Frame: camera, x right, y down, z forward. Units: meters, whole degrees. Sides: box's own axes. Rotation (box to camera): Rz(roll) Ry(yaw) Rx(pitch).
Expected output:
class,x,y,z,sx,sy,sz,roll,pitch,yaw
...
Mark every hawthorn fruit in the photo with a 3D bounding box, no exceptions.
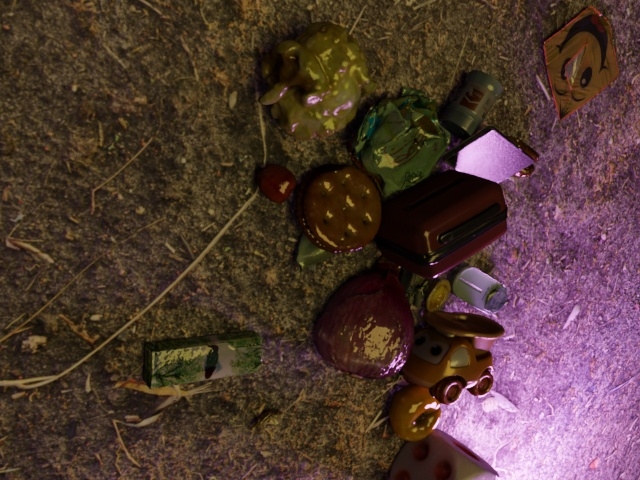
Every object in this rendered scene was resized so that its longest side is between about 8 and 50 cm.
class,x,y,z,sx,sy,sz,roll,pitch,yaw
hawthorn fruit,-0.104,-0.134,1.550,0.093,0.081,0.081,34,87,-8

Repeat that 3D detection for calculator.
class,x,y,z,sx,sy,sz,roll,pitch,yaw
calculator,0.450,-0.213,1.831,0.161,0.021,0.262,-32,147,28

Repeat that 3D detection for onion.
class,x,y,z,sx,sy,sz,roll,pitch,yaw
onion,0.150,0.199,1.765,0.267,0.159,0.348,18,92,-27

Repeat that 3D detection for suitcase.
class,x,y,z,sx,sy,sz,roll,pitch,yaw
suitcase,0.302,-0.047,1.742,0.297,0.236,0.161,-28,120,-23

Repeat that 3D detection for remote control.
class,x,y,z,sx,sy,sz,roll,pitch,yaw
remote control,0.465,0.144,2.034,0.247,0.052,0.104,29,92,-37

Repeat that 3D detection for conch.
class,x,y,z,sx,sy,sz,roll,pitch,yaw
conch,0.004,0.004,1.672,0.180,0.065,0.088,-41,125,-11

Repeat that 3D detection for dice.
class,x,y,z,sx,sy,sz,roll,pitch,yaw
dice,0.367,0.731,2.063,0.243,0.259,0.251,33,89,-35

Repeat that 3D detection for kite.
class,x,y,z,sx,sy,sz,roll,pitch,yaw
kite,0.756,-0.503,2.009,0.378,0.013,0.327,10,102,-37

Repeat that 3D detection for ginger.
class,x,y,z,sx,sy,sz,roll,pitch,yaw
ginger,0.561,-0.225,1.947,0.162,0.073,0.103,18,98,-37

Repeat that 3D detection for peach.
class,x,y,z,sx,sy,sz,roll,pitch,yaw
peach,0.279,0.497,2.011,0.179,0.103,0.179,-13,114,-32

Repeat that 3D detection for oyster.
class,x,y,z,sx,sy,sz,roll,pitch,yaw
oyster,-0.135,0.457,1.771,0.093,0.034,0.051,3,122,-46

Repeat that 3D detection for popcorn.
class,x,y,z,sx,sy,sz,roll,pitch,yaw
popcorn,-0.003,-0.336,1.468,0.255,0.195,0.256,5,123,-29

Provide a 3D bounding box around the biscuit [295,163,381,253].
class,x,y,z,sx,sy,sz,roll,pitch,yaw
biscuit,0.044,-0.076,1.630,0.221,0.066,0.220,4,83,-32

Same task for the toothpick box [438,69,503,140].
class,x,y,z,sx,sy,sz,roll,pitch,yaw
toothpick box,0.385,-0.346,1.770,0.101,0.101,0.153,35,86,-37

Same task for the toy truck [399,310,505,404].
class,x,y,z,sx,sy,sz,roll,pitch,yaw
toy truck,0.371,0.322,1.944,0.288,0.204,0.211,-1,105,-33

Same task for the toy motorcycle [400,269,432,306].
class,x,y,z,sx,sy,sz,roll,pitch,yaw
toy motorcycle,0.272,0.097,1.885,0.124,0.061,0.193,-9,118,-41

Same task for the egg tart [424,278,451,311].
class,x,y,z,sx,sy,sz,roll,pitch,yaw
egg tart,0.324,0.151,1.945,0.105,0.039,0.105,-28,135,-33

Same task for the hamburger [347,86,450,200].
class,x,y,z,sx,sy,sz,roll,pitch,yaw
hamburger,0.214,-0.236,1.669,0.276,0.150,0.260,-37,125,-17

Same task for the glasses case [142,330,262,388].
class,x,y,z,sx,sy,sz,roll,pitch,yaw
glasses case,-0.267,0.274,1.596,0.272,0.062,0.095,-3,109,-33
